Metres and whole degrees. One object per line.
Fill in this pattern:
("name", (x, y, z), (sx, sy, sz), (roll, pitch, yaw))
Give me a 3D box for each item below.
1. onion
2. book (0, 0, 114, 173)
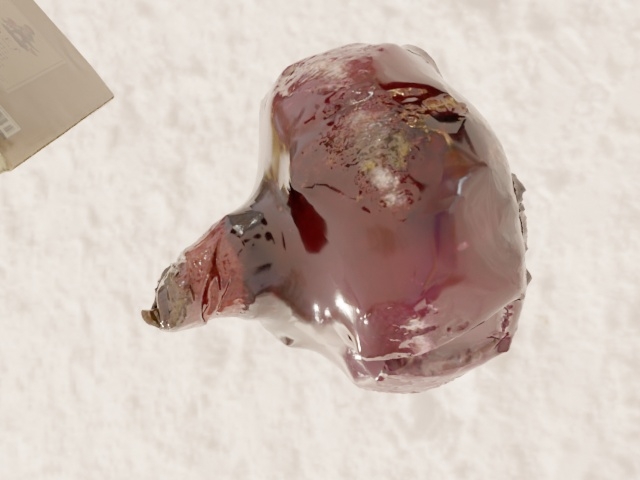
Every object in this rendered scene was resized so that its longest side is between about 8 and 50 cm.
("onion", (0.000, 0.000, 1.271), (0.398, 0.420, 0.398), (160, 90, -83))
("book", (-0.201, -0.118, 0.700), (0.016, 0.198, 0.138), (-36, 100, 16))
